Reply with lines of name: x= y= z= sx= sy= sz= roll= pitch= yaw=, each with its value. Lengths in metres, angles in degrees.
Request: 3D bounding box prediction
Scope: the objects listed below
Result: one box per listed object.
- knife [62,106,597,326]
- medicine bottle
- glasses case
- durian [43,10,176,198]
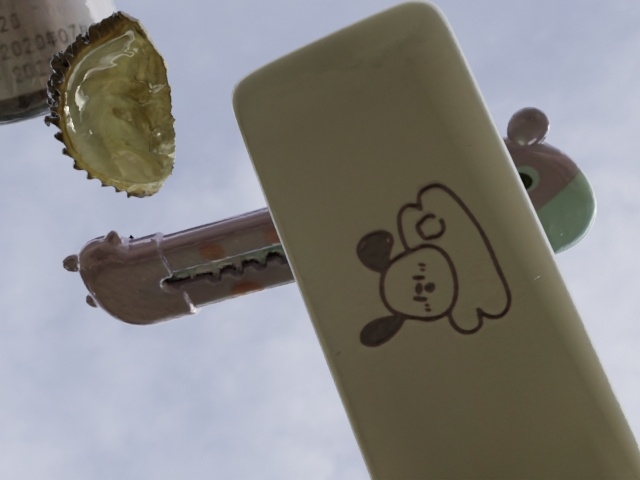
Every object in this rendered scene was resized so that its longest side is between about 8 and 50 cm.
knife: x=0.000 y=0.000 z=1.102 sx=0.399 sy=0.038 sz=0.132 roll=-14 pitch=-57 yaw=19
medicine bottle: x=-0.286 y=-0.253 z=1.397 sx=0.165 sy=0.165 sz=0.273 roll=-13 pitch=-77 yaw=19
glasses case: x=0.062 y=0.029 z=0.795 sx=0.131 sy=0.070 sz=0.312 roll=-24 pitch=-112 yaw=7
durian: x=-0.120 y=-0.074 z=0.854 sx=0.066 sy=0.052 sz=0.130 roll=25 pitch=-43 yaw=30
